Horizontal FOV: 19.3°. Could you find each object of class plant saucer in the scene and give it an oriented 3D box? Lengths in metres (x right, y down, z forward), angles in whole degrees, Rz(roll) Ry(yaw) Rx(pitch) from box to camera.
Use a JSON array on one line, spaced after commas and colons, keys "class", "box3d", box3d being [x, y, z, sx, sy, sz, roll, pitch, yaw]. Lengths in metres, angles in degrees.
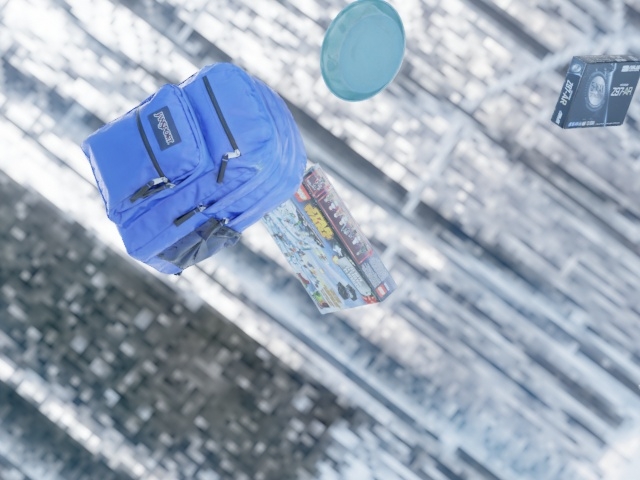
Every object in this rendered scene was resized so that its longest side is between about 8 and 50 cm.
[{"class": "plant saucer", "box3d": [0.051, -0.209, 2.082, 0.021, 0.119, 0.119, 17, -66, -50]}]

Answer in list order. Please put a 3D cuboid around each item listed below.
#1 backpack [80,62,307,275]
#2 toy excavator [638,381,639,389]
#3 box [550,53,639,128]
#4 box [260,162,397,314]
[{"class": "backpack", "box3d": [-0.074, -0.047, 1.137, 0.120, 0.098, 0.101, -29, -20, 12]}, {"class": "toy excavator", "box3d": [0.567, 0.139, 2.102, 0.433, 0.445, 0.222, 34, -99, -38]}, {"class": "box", "box3d": [0.254, -0.137, 1.721, 0.083, 0.018, 0.067, -5, -57, -40]}, {"class": "box", "box3d": [0.000, 0.000, 1.694, 0.027, 0.137, 0.094, -42, 17, -33]}]
